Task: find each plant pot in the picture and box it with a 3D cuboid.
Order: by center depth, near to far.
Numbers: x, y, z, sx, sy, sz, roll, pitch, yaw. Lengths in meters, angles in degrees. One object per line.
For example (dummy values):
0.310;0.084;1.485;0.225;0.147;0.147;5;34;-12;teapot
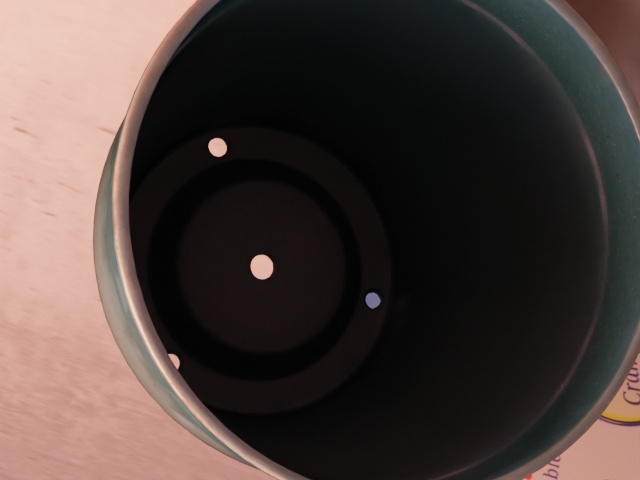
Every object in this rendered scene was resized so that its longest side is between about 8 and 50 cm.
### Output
0.000;0.000;0.966;0.271;0.272;0.255;20;168;-15;plant pot

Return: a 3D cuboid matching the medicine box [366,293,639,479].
0.126;0.169;1.208;0.289;0.263;0.149;11;153;3;medicine box
